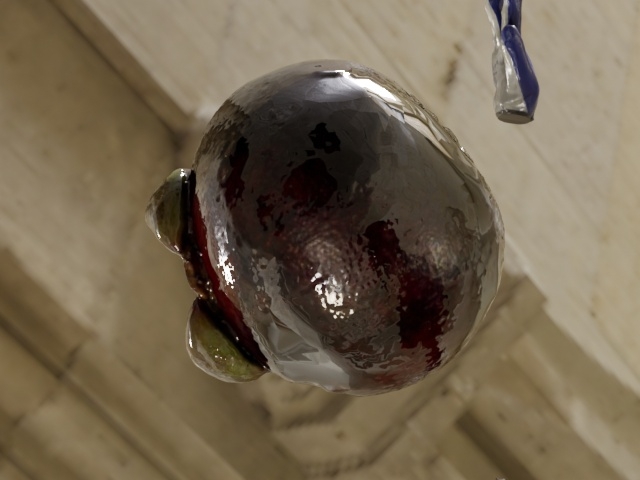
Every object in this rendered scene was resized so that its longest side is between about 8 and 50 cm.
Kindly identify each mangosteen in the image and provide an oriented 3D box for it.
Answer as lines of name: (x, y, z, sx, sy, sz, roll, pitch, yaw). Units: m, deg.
mangosteen: (0.000, 0.000, 0.819, 0.152, 0.152, 0.152, -27, -144, 22)

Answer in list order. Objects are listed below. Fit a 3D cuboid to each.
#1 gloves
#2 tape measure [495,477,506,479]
gloves: (0.111, -0.112, 1.106, 0.026, 0.064, 0.086, -6, -100, -1)
tape measure: (0.161, 0.188, 0.774, 0.098, 0.215, 0.351, -24, 177, -20)
